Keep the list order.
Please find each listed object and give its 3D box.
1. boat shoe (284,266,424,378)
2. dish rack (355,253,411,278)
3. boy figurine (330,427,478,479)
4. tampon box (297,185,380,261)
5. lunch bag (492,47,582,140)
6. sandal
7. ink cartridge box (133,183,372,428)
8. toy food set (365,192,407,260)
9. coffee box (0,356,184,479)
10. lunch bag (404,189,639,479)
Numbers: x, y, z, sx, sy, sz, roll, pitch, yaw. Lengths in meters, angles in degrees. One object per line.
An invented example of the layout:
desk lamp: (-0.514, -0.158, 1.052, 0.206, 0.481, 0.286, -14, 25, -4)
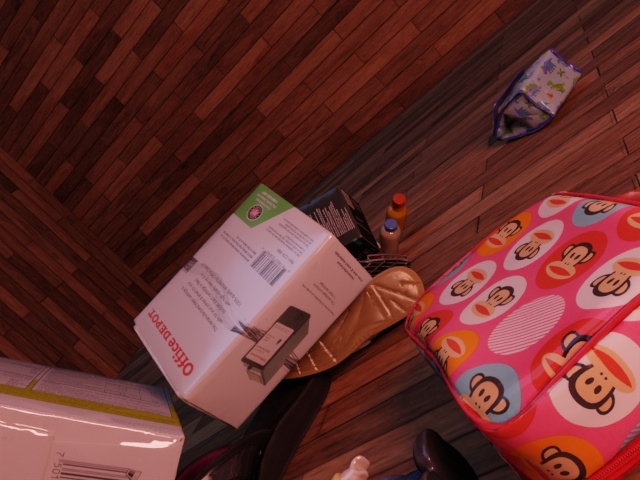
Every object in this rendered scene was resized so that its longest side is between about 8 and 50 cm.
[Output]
boat shoe: (0.034, 0.134, 0.974, 0.277, 0.098, 0.096, -26, -12, 3)
dish rack: (0.014, 0.083, 1.075, 0.271, 0.074, 0.208, -38, -22, 31)
boy figurine: (0.011, 0.274, 0.573, 0.285, 0.092, 0.177, -35, 16, 27)
tampon box: (0.000, 0.000, 1.099, 0.161, 0.101, 0.120, -28, -21, 13)
lunch bag: (0.394, -0.265, 1.189, 0.129, 0.096, 0.151, -51, -2, -19)
sandal: (-0.129, 0.318, 0.868, 0.167, 0.107, 0.446, -35, 13, 38)
ink cartridge box: (-0.104, 0.087, 0.916, 0.289, 0.121, 0.211, -47, 42, -4)
toy food set: (0.068, 0.003, 1.188, 0.232, 0.111, 0.104, -18, -30, -10)
coffee box: (-0.387, 0.345, 0.800, 0.334, 0.338, 0.338, 170, 114, -72)
lunch bag: (0.213, 0.051, 0.541, 0.258, 0.120, 0.293, -43, 10, 4)
